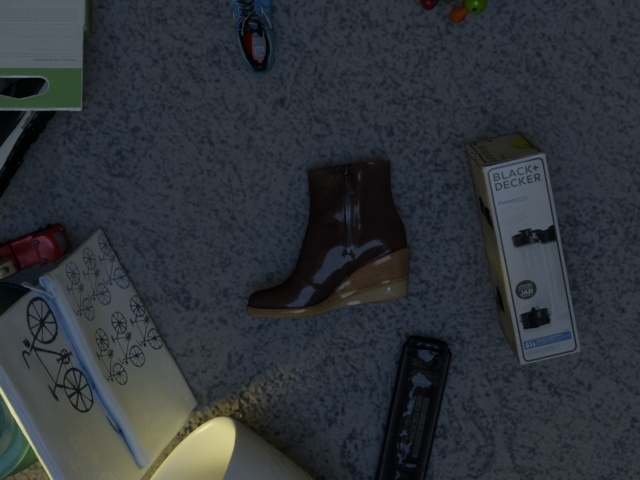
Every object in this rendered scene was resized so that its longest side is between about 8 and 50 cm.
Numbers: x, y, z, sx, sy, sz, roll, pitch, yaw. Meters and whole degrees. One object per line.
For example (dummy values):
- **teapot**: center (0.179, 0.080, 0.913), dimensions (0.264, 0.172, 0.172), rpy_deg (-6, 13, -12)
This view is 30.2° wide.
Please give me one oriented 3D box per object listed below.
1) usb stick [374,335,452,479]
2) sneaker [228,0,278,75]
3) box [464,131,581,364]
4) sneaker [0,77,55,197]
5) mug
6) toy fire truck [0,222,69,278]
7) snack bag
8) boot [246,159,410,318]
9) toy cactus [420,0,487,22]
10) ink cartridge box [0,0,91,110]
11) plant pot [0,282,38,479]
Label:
- **usb stick**: center (0.137, 0.280, 1.789), dimensions (0.077, 0.045, 0.278), rpy_deg (11, 104, 3)
- **sneaker**: center (-0.090, -0.304, 1.618), dimensions (0.063, 0.073, 0.162), rpy_deg (-13, 104, 2)
- **box**: center (0.281, 0.007, 1.661), dimensions (0.087, 0.169, 0.290), rpy_deg (-13, 103, 2)
- **sneaker**: center (-0.459, -0.159, 1.632), dimensions (0.124, 0.107, 0.283), rpy_deg (36, 101, -4)
- **mug**: center (-0.078, 0.469, 1.664), dimensions (0.328, 0.374, 0.276), rpy_deg (40, 95, -17)
- **toy fire truck**: center (-0.453, 0.038, 1.662), dimensions (0.192, 0.135, 0.047), rpy_deg (-19, 104, 3)
- **snack bag**: center (-0.308, 0.185, 1.611), dimensions (0.037, 0.342, 0.323), rpy_deg (-18, 105, 26)
- **boot**: center (0.000, 0.000, 1.709), dimensions (0.248, 0.090, 0.207), rpy_deg (-11, 92, 2)
- **toy cactus**: center (0.245, -0.374, 1.581), dimensions (0.180, 0.219, 0.112), rpy_deg (-28, 88, -36)
- **ink cartridge box**: center (-0.394, -0.282, 1.584), dimensions (0.171, 0.056, 0.235), rpy_deg (0, 84, -2)
- **plant pot**: center (-0.467, 0.216, 1.632), dimensions (0.271, 0.255, 0.272), rpy_deg (-1, 100, -5)
